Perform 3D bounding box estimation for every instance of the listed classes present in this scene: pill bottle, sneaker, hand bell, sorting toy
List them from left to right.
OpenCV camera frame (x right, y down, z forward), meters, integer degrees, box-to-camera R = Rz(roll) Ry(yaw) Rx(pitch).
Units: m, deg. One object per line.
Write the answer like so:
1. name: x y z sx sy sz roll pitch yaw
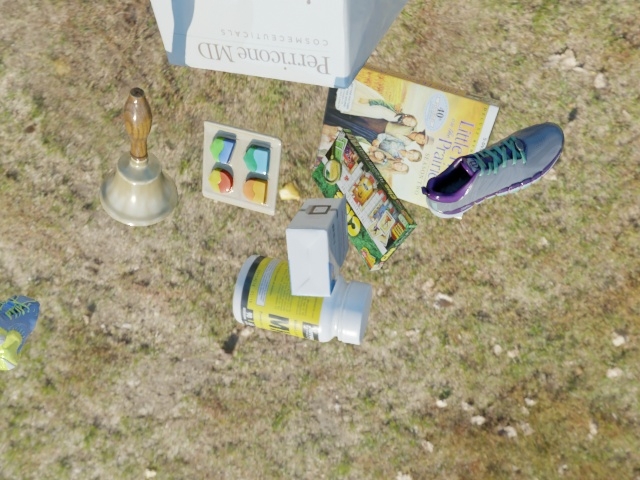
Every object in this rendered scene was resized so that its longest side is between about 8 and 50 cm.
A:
1. sneaker: -0.557 0.129 0.997 0.091 0.126 0.240 21 146 -5
2. hand bell: -0.272 -0.138 0.863 0.126 0.126 0.242 12 147 -10
3. sorting toy: -0.189 -0.164 1.337 0.192 0.038 0.209 15 124 13
4. pill bottle: -0.026 0.099 0.941 0.208 0.119 0.119 11 117 13
5. sneaker: 0.255 -0.107 0.843 0.223 0.098 0.083 -32 70 12

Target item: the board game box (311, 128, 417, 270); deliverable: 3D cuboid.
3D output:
1. board game box: 0.078 -0.082 1.135 0.030 0.260 0.136 -5 142 -39

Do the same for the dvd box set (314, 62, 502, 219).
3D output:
1. dvd box set: 0.205 -0.259 1.459 0.420 0.062 0.308 22 123 15

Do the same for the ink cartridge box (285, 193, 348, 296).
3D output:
1. ink cartridge box: 0.000 0.000 0.876 0.060 0.180 0.104 0 111 11

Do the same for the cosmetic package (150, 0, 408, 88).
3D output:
1. cosmetic package: -0.058 -0.494 0.845 0.329 0.328 0.394 13 139 19
